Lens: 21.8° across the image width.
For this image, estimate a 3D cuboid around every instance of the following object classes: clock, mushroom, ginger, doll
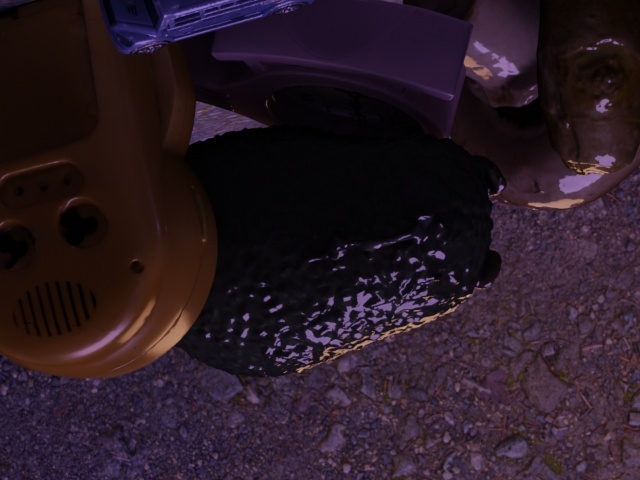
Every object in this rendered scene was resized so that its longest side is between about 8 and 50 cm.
[{"bbox_3d":[-0.222,-0.039,1.420,0.244,0.317,0.200,-13,173,15],"label":"clock"},{"bbox_3d":[0.203,-0.176,1.685,0.290,0.293,0.292,10,163,-42],"label":"mushroom"},{"bbox_3d":[-0.011,-0.143,1.575,0.290,0.080,0.275,13,161,7],"label":"clock"},{"bbox_3d":[0.245,-0.186,1.483,0.109,0.263,0.116,8,-165,43],"label":"ginger"},{"bbox_3d":[0.000,0.000,1.539,0.349,0.247,0.247,-11,-179,34],"label":"doll"}]

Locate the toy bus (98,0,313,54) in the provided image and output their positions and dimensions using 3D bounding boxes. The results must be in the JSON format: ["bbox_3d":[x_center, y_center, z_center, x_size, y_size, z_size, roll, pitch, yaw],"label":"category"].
[{"bbox_3d":[-0.085,-0.198,1.257,0.167,0.073,0.076,-17,177,-6],"label":"toy bus"}]
